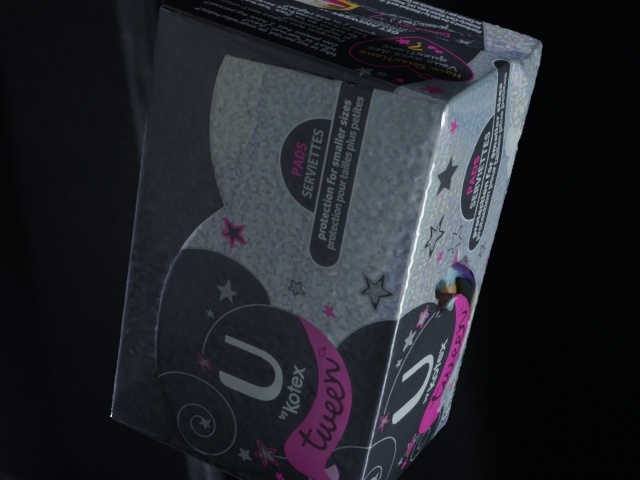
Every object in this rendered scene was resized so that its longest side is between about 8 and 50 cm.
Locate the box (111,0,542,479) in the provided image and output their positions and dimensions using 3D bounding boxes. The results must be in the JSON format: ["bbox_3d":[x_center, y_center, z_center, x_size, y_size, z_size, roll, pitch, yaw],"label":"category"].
[{"bbox_3d":[0.000,0.000,0.715,0.163,0.142,0.247,22,-61,21],"label":"box"}]
